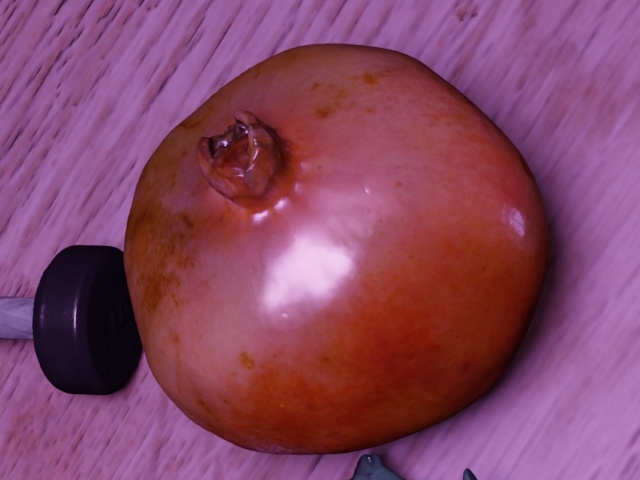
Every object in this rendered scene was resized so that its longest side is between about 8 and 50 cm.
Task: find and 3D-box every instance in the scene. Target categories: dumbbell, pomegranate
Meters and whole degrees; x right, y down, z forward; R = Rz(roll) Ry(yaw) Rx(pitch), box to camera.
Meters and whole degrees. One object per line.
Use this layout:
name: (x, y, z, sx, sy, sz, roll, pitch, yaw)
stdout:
dumbbell: (-0.222, 0.052, 1.270, 0.191, 0.100, 0.100, 1, 75, 20)
pomegranate: (0.000, 0.000, 1.109, 0.252, 0.270, 0.229, -32, 63, 14)

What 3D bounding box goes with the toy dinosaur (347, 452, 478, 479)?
toy dinosaur: (0.118, 0.229, 1.107, 0.292, 0.079, 0.120, 37, 95, 28)
